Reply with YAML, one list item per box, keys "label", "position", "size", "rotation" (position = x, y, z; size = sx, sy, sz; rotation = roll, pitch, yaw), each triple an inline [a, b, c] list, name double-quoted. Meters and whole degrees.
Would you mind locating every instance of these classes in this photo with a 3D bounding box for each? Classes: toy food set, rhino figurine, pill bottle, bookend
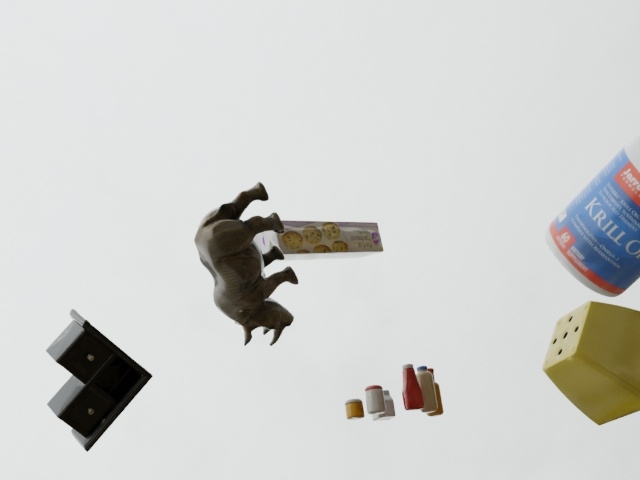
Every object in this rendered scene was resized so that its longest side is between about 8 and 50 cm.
- label: "toy food set"
  position: [0.165, 0.323, 1.826]
  size: [0.232, 0.111, 0.104]
  rotation: [1, -114, -18]
- label: "rhino figurine"
  position: [-0.089, 0.048, 1.074]
  size: [0.106, 0.073, 0.243]
  rotation: [-24, -50, -13]
- label: "pill bottle"
  position: [0.382, -0.047, 1.000]
  size: [0.124, 0.124, 0.221]
  rotation: [1, -45, -47]
- label: "bookend"
  position: [-0.381, 0.221, 1.345]
  size: [0.156, 0.072, 0.157]
  rotation: [-49, -58, -14]

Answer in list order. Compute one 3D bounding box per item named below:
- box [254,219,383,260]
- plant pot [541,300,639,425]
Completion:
- label: "box"
  position: [0.000, 0.000, 1.586]
  size: [0.324, 0.063, 0.067]
  rotation: [1, -105, -52]
- label: "plant pot"
  position: [0.622, 0.256, 1.882]
  size: [0.212, 0.187, 0.212]
  rotation: [-63, 4, -29]
